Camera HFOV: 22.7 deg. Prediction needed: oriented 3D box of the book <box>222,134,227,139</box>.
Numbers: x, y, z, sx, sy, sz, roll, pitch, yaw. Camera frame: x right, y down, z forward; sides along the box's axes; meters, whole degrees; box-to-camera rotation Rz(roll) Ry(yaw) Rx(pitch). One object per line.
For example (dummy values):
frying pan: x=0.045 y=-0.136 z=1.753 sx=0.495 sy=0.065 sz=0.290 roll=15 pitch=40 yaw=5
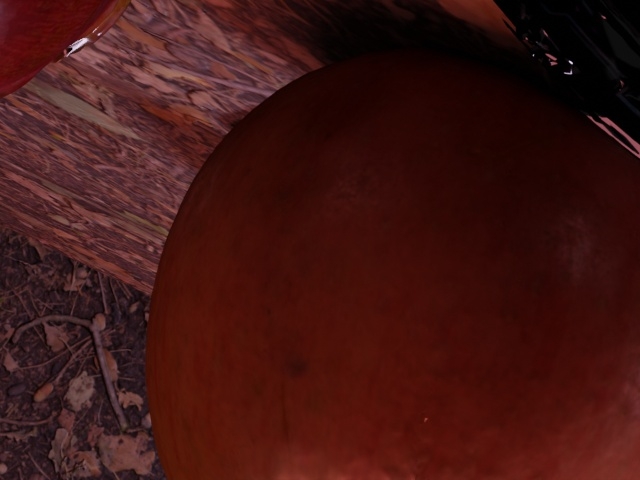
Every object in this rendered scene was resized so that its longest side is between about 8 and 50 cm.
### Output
book: x=0.000 y=0.000 z=1.309 sx=0.282 sy=0.025 sz=0.215 roll=6 pitch=119 yaw=69

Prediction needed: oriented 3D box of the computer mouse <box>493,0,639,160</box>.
computer mouse: x=0.166 y=-0.069 z=0.709 sx=0.241 sy=0.078 sz=0.146 roll=28 pitch=169 yaw=-6

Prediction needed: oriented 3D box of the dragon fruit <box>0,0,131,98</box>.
dragon fruit: x=-0.170 y=-0.166 z=0.644 sx=0.250 sy=0.250 sz=0.315 roll=25 pitch=168 yaw=11

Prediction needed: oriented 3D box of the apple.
apple: x=0.060 y=0.073 z=0.999 sx=0.364 sy=0.364 sz=0.364 roll=26 pitch=170 yaw=5
